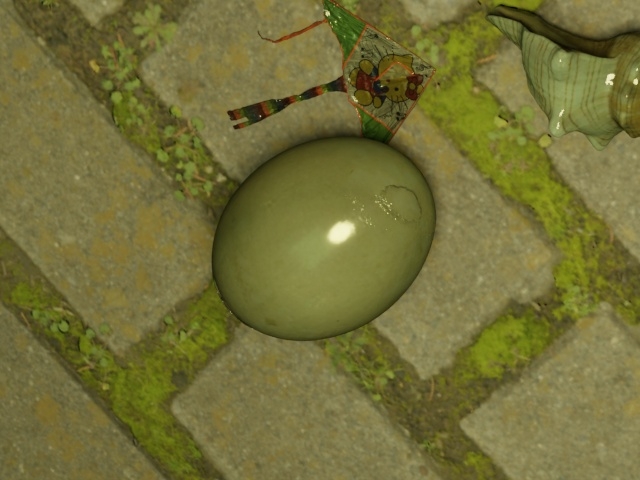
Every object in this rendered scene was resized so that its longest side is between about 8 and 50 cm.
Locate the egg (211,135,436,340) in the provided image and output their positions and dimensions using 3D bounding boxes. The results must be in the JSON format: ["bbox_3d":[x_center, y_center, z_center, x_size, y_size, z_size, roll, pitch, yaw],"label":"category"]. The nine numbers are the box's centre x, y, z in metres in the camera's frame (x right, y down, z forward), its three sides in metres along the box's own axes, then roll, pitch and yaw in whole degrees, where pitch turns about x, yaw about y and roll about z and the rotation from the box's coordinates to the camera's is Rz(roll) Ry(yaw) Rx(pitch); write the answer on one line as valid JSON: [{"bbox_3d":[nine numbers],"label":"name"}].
[{"bbox_3d":[0.000,0.000,1.940,0.253,0.186,0.186,-32,95,36],"label":"egg"}]

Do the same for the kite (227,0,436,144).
[{"bbox_3d":[0.006,-0.152,1.979,0.244,0.006,0.198,-10,107,31],"label":"kite"}]

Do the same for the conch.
[{"bbox_3d":[0.240,-0.136,1.784,0.234,0.137,0.114,13,100,16],"label":"conch"}]
